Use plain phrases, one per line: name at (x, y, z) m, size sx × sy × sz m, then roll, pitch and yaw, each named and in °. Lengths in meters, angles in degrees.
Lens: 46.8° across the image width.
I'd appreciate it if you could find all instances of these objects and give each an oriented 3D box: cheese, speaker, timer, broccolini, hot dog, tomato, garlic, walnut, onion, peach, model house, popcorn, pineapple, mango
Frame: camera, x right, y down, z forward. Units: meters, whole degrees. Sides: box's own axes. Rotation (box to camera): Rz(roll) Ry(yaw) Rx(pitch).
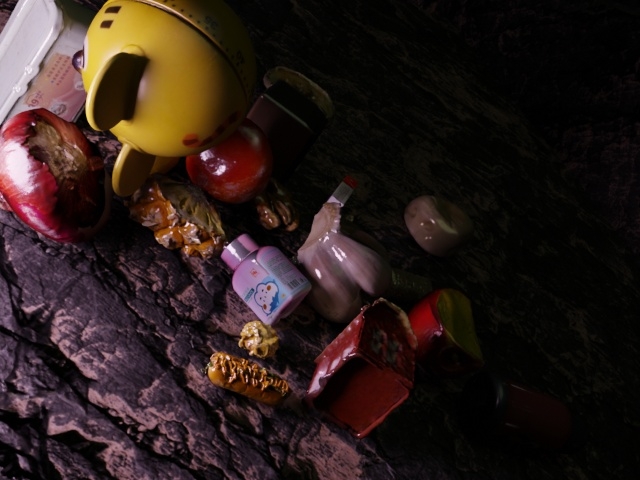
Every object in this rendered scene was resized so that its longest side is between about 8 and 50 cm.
cheese at (0.357, -0.049, 2.235) m, size 0.218 × 0.117 × 0.235 m, roll 36°, pitch 29°, yaw -1°
speaker at (-0.119, -0.275, 1.941) m, size 0.193 × 0.231 × 0.153 m, roll 37°, pitch 33°, yaw -3°
timer at (-0.315, -0.302, 1.426) m, size 0.376 × 0.376 × 0.387 m, roll 34°, pitch 67°, yaw -6°
broccolini at (0.005, 0.002, 1.864) m, size 0.079 × 0.074 × 0.392 m, roll 44°, pitch 34°, yaw -4°
hot dog at (-0.139, 0.263, 1.423) m, size 0.188 × 0.055 × 0.072 m, roll 25°, pitch 36°, yaw -21°
tomato at (-0.228, -0.173, 1.726) m, size 0.200 × 0.233 × 0.139 m, roll 46°, pitch 46°, yaw 4°
garlic at (0.057, 0.067, 1.739) m, size 0.292 × 0.210 × 0.237 m, roll 54°, pitch 5°, yaw -19°
walnut at (-0.123, -0.087, 1.858) m, size 0.143 × 0.069 × 0.170 m, roll 9°, pitch 44°, yaw -39°
onion at (-0.526, -0.112, 1.413) m, size 0.272 × 0.195 × 0.272 m, roll -17°, pitch 90°, yaw -77°
peach at (0.283, 0.211, 1.799) m, size 0.154 × 0.159 × 0.267 m, roll 35°, pitch 33°, yaw -25°
model house at (0.092, 0.249, 1.541) m, size 0.160 × 0.196 × 0.254 m, roll 35°, pitch 31°, yaw -6°
popcorn at (-0.125, 0.205, 1.510) m, size 0.082 × 0.057 × 0.083 m, roll 38°, pitch 29°, yaw -13°
pineapple at (-0.305, -0.055, 1.627) m, size 0.236 × 0.114 × 0.186 m, roll 39°, pitch 31°, yaw -18°
mango at (-0.392, -0.209, 1.723) m, size 0.137 × 0.098 × 0.195 m, roll 28°, pitch 39°, yaw -23°

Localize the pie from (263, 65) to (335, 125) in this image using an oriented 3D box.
pie at (-0.065, -0.468, 2.395) m, size 0.274 × 0.055 × 0.274 m, roll 26°, pitch 34°, yaw -19°

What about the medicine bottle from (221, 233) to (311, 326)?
medicine bottle at (-0.126, 0.078, 1.604) m, size 0.188 × 0.119 × 0.094 m, roll 46°, pitch 37°, yaw 11°

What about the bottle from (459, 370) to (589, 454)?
bottle at (0.501, 0.422, 1.767) m, size 0.336 × 0.144 × 0.144 m, roll 22°, pitch 36°, yaw -24°

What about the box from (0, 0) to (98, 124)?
box at (-0.569, -0.371, 1.568) m, size 0.182 × 0.312 × 0.175 m, roll 12°, pitch 40°, yaw -47°

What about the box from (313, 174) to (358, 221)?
box at (0.042, -0.106, 2.013) m, size 0.048 × 0.100 × 0.152 m, roll 41°, pitch 33°, yaw -2°

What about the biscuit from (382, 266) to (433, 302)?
biscuit at (0.221, 0.117, 1.944) m, size 0.169 × 0.070 × 0.082 m, roll 15°, pitch 48°, yaw -35°
